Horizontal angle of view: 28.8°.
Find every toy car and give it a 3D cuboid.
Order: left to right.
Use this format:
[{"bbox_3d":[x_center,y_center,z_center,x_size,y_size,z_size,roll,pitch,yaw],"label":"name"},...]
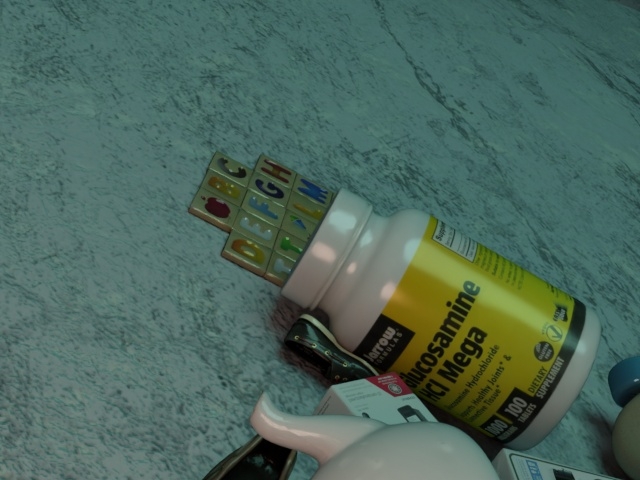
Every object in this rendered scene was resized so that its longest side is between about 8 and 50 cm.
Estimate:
[{"bbox_3d":[0.491,0.268,1.531,0.238,0.210,0.219,46,28,-41],"label":"toy car"}]

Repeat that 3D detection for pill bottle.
[{"bbox_3d":[0.132,0.082,1.419,0.334,0.188,0.188,29,28,-2],"label":"pill bottle"}]

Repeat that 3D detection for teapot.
[{"bbox_3d":[0.045,0.277,1.009,0.187,0.252,0.256,-8,24,-17],"label":"teapot"}]

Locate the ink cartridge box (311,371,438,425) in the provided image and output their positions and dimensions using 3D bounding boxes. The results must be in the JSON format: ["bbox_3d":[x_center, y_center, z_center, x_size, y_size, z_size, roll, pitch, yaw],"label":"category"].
[{"bbox_3d":[0.076,0.214,1.280,0.109,0.063,0.150,-5,44,-48],"label":"ink cartridge box"}]

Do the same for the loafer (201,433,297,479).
[{"bbox_3d":[-0.088,0.240,1.055,0.096,0.084,0.267,33,28,3],"label":"loafer"}]

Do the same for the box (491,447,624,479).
[{"bbox_3d":[0.261,0.313,1.192,0.290,0.169,0.087,19,30,-24],"label":"box"}]

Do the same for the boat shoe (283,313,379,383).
[{"bbox_3d":[0.018,0.138,1.374,0.133,0.049,0.042,40,61,-3],"label":"boat shoe"}]

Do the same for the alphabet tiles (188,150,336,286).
[{"bbox_3d":[0.000,0.000,1.610,0.343,0.011,0.285,28,28,-7],"label":"alphabet tiles"}]
